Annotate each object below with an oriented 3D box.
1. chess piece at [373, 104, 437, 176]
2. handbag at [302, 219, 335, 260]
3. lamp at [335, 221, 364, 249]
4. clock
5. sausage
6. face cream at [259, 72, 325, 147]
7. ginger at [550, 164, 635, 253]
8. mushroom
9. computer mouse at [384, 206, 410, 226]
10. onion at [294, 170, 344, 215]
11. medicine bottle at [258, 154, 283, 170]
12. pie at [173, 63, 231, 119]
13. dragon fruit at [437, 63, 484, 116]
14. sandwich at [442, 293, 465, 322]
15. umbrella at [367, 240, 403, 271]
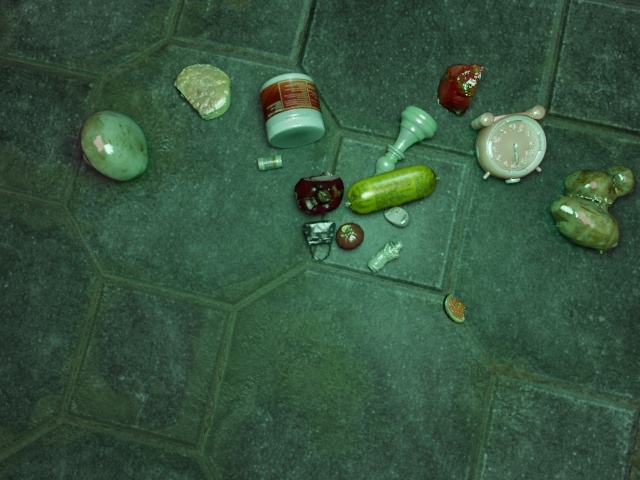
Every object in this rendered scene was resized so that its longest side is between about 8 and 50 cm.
[{"bbox_3d":[0.273,-0.324,1.439,0.139,0.139,0.272,39,98,5],"label":"chess piece"},{"bbox_3d":[0.000,0.000,1.430,0.115,0.072,0.139,-5,89,0],"label":"handbag"},{"bbox_3d":[0.101,-0.015,1.419,0.101,0.090,0.101,-12,54,17],"label":"lamp"},{"bbox_3d":[0.646,-0.317,1.417,0.227,0.142,0.241,-8,94,1],"label":"clock"},{"bbox_3d":[0.245,-0.176,1.408,0.347,0.123,0.123,-15,84,-5],"label":"sausage"},{"bbox_3d":[-0.098,-0.440,1.410,0.201,0.201,0.187,-12,84,1],"label":"face cream"},{"bbox_3d":[0.908,-0.127,1.372,0.244,0.155,0.304,23,86,6],"label":"ginger"},{"bbox_3d":[-0.728,-0.315,1.421,0.243,0.243,0.244,0,84,2],"label":"mushroom"},{"bbox_3d":[0.270,-0.084,1.445,0.096,0.039,0.066,31,85,22],"label":"computer mouse"},{"bbox_3d":[0.001,-0.143,1.390,0.173,0.198,0.135,-9,114,-3],"label":"onion"},{"bbox_3d":[-0.179,-0.278,1.474,0.083,0.047,0.047,-9,84,1],"label":"medicine bottle"},{"bbox_3d":[-0.417,-0.554,1.506,0.185,0.052,0.218,-40,83,-1],"label":"pie"},{"bbox_3d":[0.480,-0.532,1.430,0.120,0.161,0.127,18,74,2],"label":"dragon fruit"},{"bbox_3d":[0.461,0.237,1.416,0.101,0.026,0.069,37,82,2],"label":"sandwich"},{"bbox_3d":[0.225,0.051,1.423,0.143,0.062,0.067,-37,53,4],"label":"umbrella"}]
